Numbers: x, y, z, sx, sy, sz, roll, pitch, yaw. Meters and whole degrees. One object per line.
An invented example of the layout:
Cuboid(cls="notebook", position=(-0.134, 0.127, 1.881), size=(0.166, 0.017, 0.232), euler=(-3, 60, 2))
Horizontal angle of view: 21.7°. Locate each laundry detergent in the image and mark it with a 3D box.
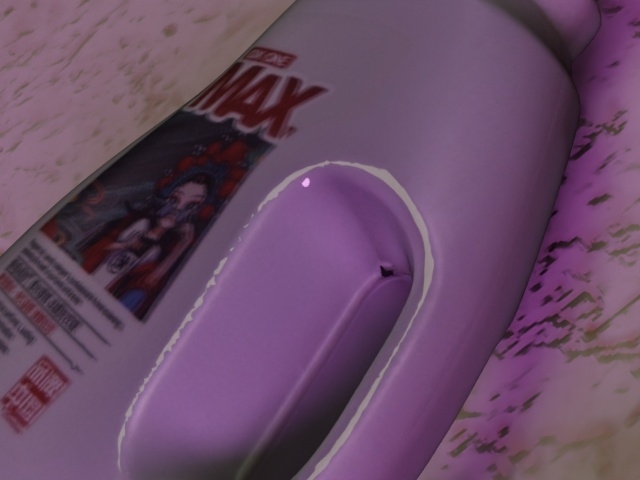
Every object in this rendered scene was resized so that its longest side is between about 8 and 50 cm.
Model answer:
Cuboid(cls="laundry detergent", position=(0.000, 0.000, 0.718), size=(0.398, 0.125, 0.264), euler=(-47, 35, -6))
